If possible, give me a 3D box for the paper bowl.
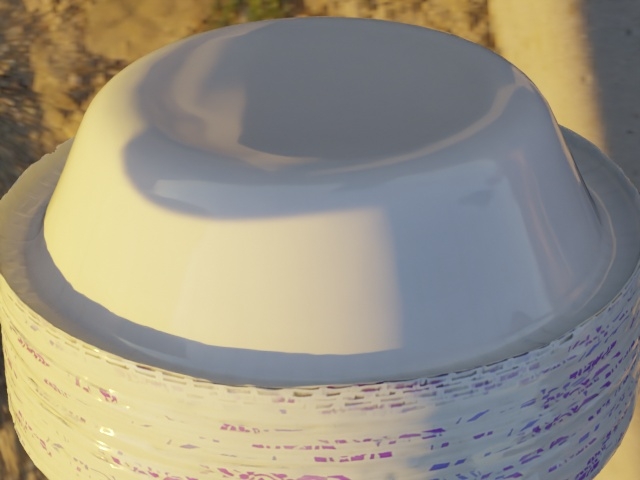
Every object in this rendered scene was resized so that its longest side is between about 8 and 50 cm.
[{"bbox_3d":[0.000,0.000,0.778,0.284,0.284,0.148,-9,119,-13],"label":"paper bowl"}]
